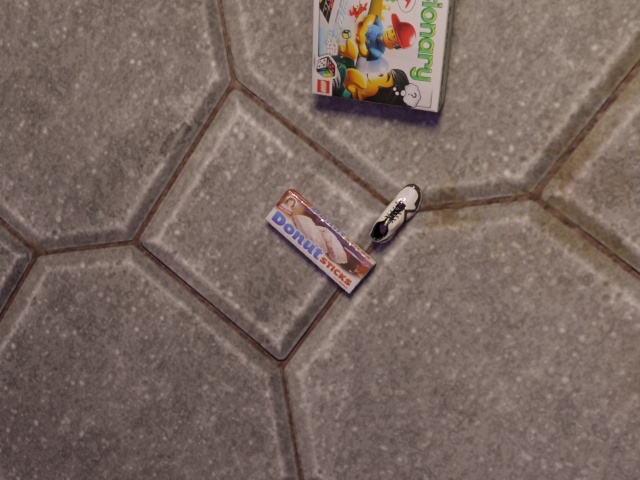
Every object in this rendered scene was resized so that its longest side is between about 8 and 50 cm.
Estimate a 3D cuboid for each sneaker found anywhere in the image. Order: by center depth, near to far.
[{"bbox_3d":[0.112,-0.037,1.283,0.040,0.043,0.109,38,108,11],"label":"sneaker"}]

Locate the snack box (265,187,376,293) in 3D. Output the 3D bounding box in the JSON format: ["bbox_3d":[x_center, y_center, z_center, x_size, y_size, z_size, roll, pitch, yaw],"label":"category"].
[{"bbox_3d":[0.000,0.000,1.340,0.178,0.022,0.064,41,112,7],"label":"snack box"}]

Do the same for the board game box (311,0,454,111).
[{"bbox_3d":[0.087,-0.340,1.185,0.192,0.053,0.305,11,120,17],"label":"board game box"}]
